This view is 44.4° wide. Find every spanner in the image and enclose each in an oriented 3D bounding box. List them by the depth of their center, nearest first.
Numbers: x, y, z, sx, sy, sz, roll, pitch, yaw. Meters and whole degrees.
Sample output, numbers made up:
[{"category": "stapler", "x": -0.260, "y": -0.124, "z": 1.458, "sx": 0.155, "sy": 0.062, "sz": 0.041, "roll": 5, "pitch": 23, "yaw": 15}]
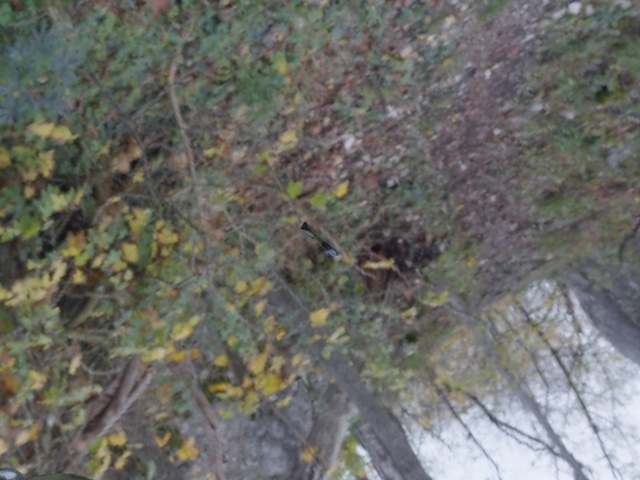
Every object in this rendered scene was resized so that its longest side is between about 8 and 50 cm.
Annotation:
[{"category": "spanner", "x": 0.000, "y": 0.000, "z": 1.056, "sx": 0.012, "sy": 0.046, "sz": 0.208, "roll": -48, "pitch": -169, "yaw": 0}]

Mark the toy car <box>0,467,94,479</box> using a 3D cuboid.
[{"category": "toy car", "x": -0.205, "y": 0.216, "z": 0.449, "sx": 0.235, "sy": 0.145, "sz": 0.235, "roll": -11, "pitch": -145, "yaw": 8}]
